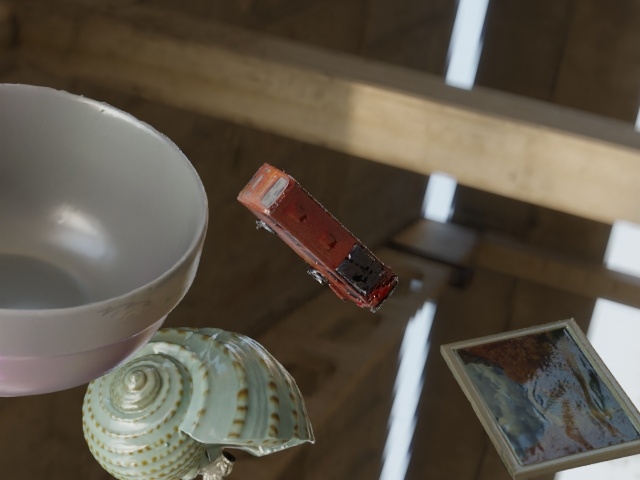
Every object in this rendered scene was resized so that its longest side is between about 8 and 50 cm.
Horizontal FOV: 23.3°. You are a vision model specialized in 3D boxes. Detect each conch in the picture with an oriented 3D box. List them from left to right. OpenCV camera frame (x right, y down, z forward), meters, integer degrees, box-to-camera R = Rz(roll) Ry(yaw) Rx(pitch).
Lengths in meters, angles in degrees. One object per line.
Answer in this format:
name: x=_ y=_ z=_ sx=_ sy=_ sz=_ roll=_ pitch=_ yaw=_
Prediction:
conch: x=-0.165 y=0.225 z=2.159 sx=0.319 sy=0.303 sz=0.215 roll=19 pitch=-117 yaw=-72

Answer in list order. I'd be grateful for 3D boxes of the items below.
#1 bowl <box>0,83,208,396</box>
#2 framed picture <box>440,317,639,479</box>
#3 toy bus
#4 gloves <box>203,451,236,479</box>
bowl: x=-0.237 y=0.014 z=1.183 sx=0.287 sy=0.287 sz=0.144 roll=-50 pitch=-20 yaw=-50
framed picture: x=0.269 y=0.184 z=1.856 sx=0.250 sy=0.184 sz=0.016 roll=-116 pitch=20 yaw=-54
toy bus: x=0.000 y=0.000 z=1.850 sx=0.073 sy=0.096 sz=0.235 roll=-51 pitch=-55 yaw=-5
gloves: x=-0.140 y=0.318 z=2.159 sx=0.044 sy=0.037 sz=0.081 roll=-104 pitch=31 yaw=-69
